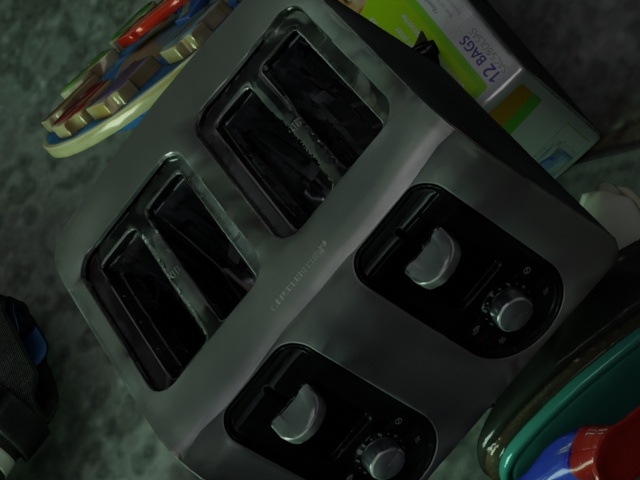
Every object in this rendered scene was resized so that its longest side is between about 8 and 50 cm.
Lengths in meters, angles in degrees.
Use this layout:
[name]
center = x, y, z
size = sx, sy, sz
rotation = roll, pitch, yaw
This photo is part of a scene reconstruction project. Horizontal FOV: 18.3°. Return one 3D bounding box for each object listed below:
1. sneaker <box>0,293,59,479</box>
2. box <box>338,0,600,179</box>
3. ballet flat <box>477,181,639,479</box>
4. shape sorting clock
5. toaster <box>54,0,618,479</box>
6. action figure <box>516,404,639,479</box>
[sneaker]
center = -0.214, 0.065, 1.058
size = 0.121, 0.079, 0.217
rotation = -44, 49, -12
[box]
center = 0.011, -0.033, 0.941
size = 0.203, 0.103, 0.114
rotation = -42, 61, 11
[ballet flat]
center = 0.176, 0.003, 0.861
size = 0.280, 0.095, 0.096
rotation = -33, 53, 5
[shape sorting clock]
center = -0.059, -0.115, 0.970
size = 0.206, 0.040, 0.206
rotation = -41, 18, 16
[toaster]
center = 0.000, 0.000, 0.791
size = 0.168, 0.110, 0.186
rotation = -49, 41, 10
[action figure]
center = 0.050, 0.150, 0.796
size = 0.139, 0.280, 0.091
rotation = -42, 93, -26
